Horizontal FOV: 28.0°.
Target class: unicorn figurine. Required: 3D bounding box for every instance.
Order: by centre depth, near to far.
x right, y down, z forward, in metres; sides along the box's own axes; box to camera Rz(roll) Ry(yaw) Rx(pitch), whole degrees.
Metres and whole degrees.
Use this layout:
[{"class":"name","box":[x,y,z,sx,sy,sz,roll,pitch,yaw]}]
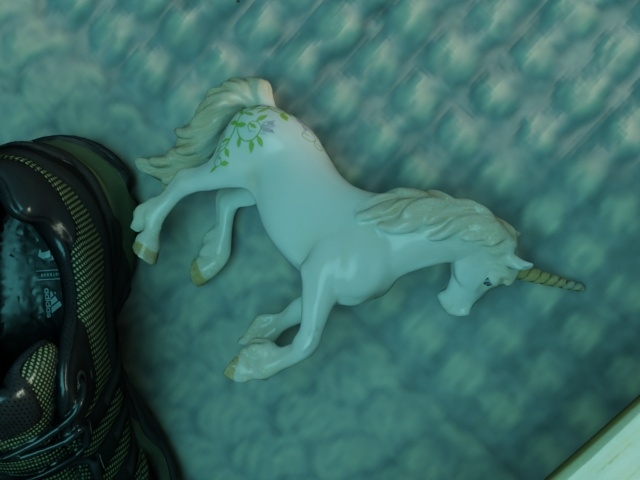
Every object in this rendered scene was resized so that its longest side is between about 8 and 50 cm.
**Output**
[{"class":"unicorn figurine","box":[0.000,0.000,0.479,0.111,0.060,0.162,-45,81,13]}]

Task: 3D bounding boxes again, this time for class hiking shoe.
[{"class":"hiking shoe","box":[-0.112,0.072,0.484,0.086,0.114,0.227,-9,90,16]}]

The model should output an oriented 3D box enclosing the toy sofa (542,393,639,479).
[{"class":"toy sofa","box":[0.068,0.158,0.421,0.362,0.150,0.177,-45,80,12]}]
